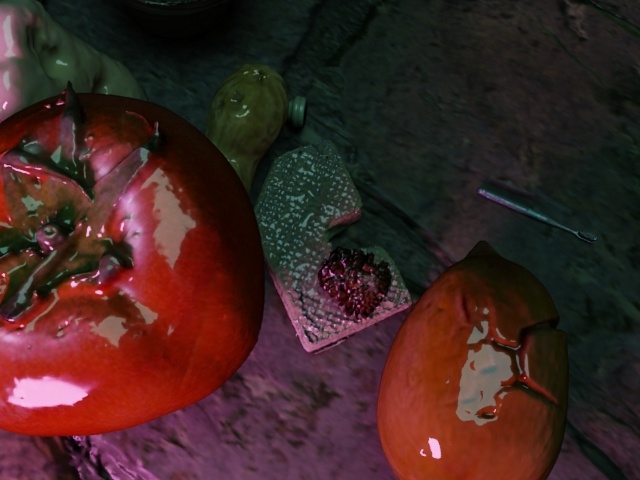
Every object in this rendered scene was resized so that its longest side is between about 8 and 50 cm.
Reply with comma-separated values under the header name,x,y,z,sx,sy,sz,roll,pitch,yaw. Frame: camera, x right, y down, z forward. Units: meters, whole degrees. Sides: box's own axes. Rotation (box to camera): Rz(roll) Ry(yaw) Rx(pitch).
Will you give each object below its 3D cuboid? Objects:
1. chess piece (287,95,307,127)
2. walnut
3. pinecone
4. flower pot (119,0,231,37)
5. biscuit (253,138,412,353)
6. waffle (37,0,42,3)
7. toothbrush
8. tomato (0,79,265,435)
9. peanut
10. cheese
name,x,y,z,sx,sy,sz,roll,pitch,yaw
chess piece,-0.065,-0.174,0.980,0.093,0.042,0.042,9,68,4
walnut,0.165,0.138,0.794,0.203,0.203,0.298,8,76,-3
pinecone,0.038,0.044,0.838,0.077,0.077,0.083,-40,47,-18
flower pot,-0.195,-0.364,0.986,0.235,0.140,0.235,3,69,-7
biscuit,0.000,0.000,0.912,0.147,0.046,0.250,-21,72,-13
waffle,-0.485,-0.354,1.001,0.231,0.051,0.229,8,68,-2
toothbrush,0.282,-0.034,0.971,0.167,0.014,0.011,24,77,4
tomato,-0.223,0.027,0.749,0.341,0.273,0.341,-1,77,4
peanut,-0.108,-0.112,0.906,0.098,0.103,0.229,18,81,27
cheese,-0.352,-0.157,0.893,0.247,0.251,0.174,-7,80,29
